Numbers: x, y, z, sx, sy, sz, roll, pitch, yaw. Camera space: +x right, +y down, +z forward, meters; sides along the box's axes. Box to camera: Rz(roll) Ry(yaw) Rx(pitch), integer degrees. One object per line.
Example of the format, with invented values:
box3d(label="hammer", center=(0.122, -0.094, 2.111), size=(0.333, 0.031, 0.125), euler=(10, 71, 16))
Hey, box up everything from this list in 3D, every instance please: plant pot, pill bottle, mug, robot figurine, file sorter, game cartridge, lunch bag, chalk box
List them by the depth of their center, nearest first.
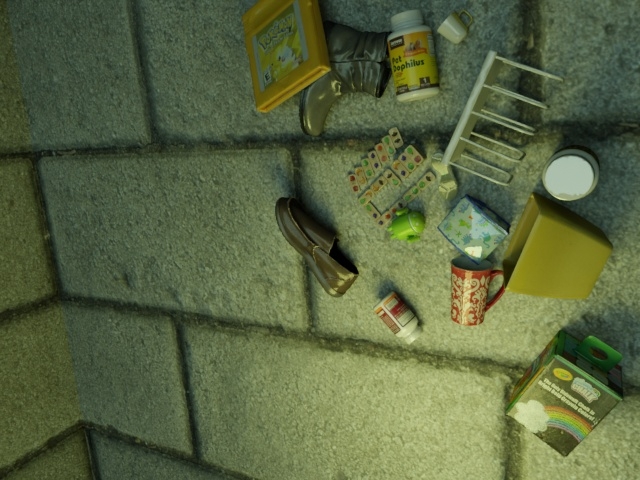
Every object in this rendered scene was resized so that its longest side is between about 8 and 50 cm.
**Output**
box3d(label="pill bottle", center=(0.584, -0.157, 1.196), size=(0.119, 0.208, 0.119), euler=(7, 106, 26))
box3d(label="file sorter", center=(0.443, -0.293, 1.252), size=(0.173, 0.193, 0.278), euler=(28, 114, 16))
box3d(label="plant pot", center=(0.579, 0.028, 1.261), size=(0.187, 0.212, 0.212), euler=(20, 112, 11))
box3d(label="mug", center=(0.348, -0.544, 1.313), size=(0.064, 0.062, 0.078), euler=(45, 126, 2))
box3d(label="chalk box", center=(0.645, 0.364, 1.320), size=(0.180, 0.179, 0.289), euler=(36, 116, 17))
box3d(label="pill bottle", center=(0.242, -0.483, 1.352), size=(0.117, 0.117, 0.215), euler=(-6, 100, 30))
box3d(label="lunch bag", center=(0.412, -0.034, 1.389), size=(0.151, 0.096, 0.129), euler=(38, 118, 4))
box3d(label="mug", center=(0.429, 0.145, 1.420), size=(0.150, 0.113, 0.169), euler=(10, 111, 28))
box3d(label="game cartridge", center=(-0.110, -0.575, 1.483), size=(0.285, 0.052, 0.324), euler=(-20, 77, 42))
box3d(label="robot figurine", center=(0.253, -0.043, 1.490), size=(0.115, 0.067, 0.101), euler=(-25, 78, 31))
box3d(label="pill bottle", center=(0.238, 0.236, 1.560), size=(0.152, 0.086, 0.086), euler=(49, 120, 9))

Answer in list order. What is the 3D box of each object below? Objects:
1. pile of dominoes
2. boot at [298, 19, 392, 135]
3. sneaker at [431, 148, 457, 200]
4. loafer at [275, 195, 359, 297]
box3d(label="pile of dominoes", center=(0.194, -0.181, 1.502), size=(0.196, 0.040, 0.251), euler=(50, 120, 9))
box3d(label="boot", center=(0.074, -0.437, 1.464), size=(0.222, 0.118, 0.338), euler=(21, 117, 17))
box3d(label="sneaker", center=(0.345, -0.182, 1.415), size=(0.053, 0.061, 0.152), euler=(-9, 118, 23))
box3d(label="loafer", center=(0.000, 0.000, 1.615), size=(0.130, 0.134, 0.366), euler=(-35, 95, 27))
